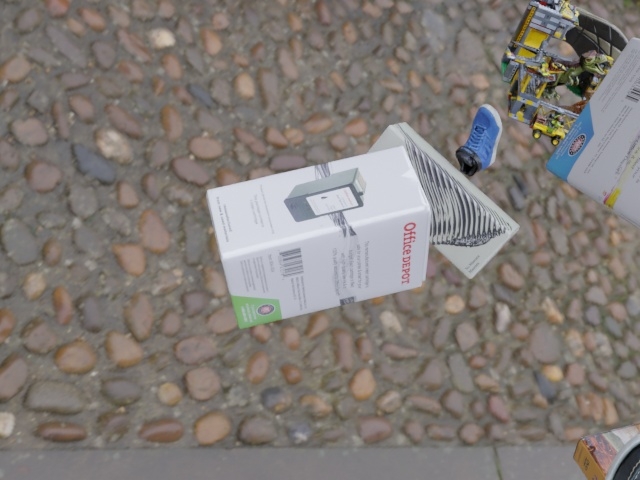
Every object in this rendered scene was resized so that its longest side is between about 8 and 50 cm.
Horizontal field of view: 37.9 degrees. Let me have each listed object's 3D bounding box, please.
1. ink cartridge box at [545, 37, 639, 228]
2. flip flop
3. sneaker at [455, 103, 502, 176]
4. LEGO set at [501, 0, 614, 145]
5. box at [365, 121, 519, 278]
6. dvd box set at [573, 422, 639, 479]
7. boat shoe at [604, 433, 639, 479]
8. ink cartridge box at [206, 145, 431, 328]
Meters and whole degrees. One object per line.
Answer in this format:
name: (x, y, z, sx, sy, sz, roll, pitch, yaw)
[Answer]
ink cartridge box: (0.444, -0.086, 1.086, 0.197, 0.198, 0.270, 28, 12, -22)
flip flop: (0.619, -0.495, 2.201, 0.277, 0.112, 0.080, 36, 41, 24)
sneaker: (0.310, -0.193, 1.850, 0.084, 0.152, 0.058, -35, 55, -28)
LEGO set: (0.465, -0.332, 1.720, 0.255, 0.192, 0.331, 24, 37, 2)
box: (0.196, -0.071, 1.577, 0.275, 0.113, 0.094, 42, 22, 10)
dvd box set: (0.642, 0.456, 1.483, 0.307, 0.062, 0.420, -10, 40, -13)
boat shoe: (0.425, 0.388, 1.207, 0.114, 0.303, 0.091, -4, 27, 1)
ink cartridge box: (0.000, 0.000, 1.262, 0.272, 0.198, 0.115, -13, 57, -6)
